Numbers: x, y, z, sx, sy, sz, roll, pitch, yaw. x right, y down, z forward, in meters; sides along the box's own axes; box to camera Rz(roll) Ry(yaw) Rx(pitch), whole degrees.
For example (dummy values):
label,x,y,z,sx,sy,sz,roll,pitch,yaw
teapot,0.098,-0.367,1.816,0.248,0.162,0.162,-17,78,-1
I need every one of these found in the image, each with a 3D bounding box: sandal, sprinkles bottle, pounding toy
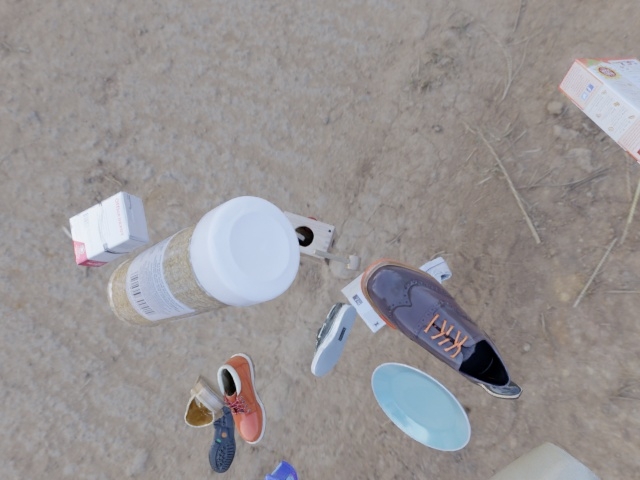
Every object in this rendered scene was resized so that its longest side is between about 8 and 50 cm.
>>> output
label,x,y,z,sx,sy,sz,roll,pitch,yaw
sandal,-0.224,0.308,0.868,0.088,0.240,0.079,42,72,4
sprinkles bottle,-0.180,0.045,0.638,0.121,0.355,0.121,14,68,-38
pounding toy,0.005,0.000,1.095,0.206,0.181,0.094,17,82,9

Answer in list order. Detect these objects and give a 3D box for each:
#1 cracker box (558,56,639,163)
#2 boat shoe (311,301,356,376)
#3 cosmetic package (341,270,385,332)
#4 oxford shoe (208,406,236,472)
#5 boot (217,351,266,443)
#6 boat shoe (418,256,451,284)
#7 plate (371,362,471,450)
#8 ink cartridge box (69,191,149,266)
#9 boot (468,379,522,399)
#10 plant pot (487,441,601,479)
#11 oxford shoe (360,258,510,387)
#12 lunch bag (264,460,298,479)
label,x,y,z,sx,sy,sz,roll,pitch,yaw
cracker box,0.564,-0.235,0.825,0.155,0.067,0.232,-8,52,-19
boat shoe,0.027,0.277,1.319,0.078,0.070,0.219,45,66,-39
cosmetic package,0.186,0.203,1.647,0.151,0.183,0.151,-38,98,-2
oxford shoe,-0.301,0.618,1.473,0.083,0.096,0.227,8,93,-2
boot,-0.140,0.280,0.803,0.059,0.084,0.158,-15,86,10
boat shoe,0.362,0.123,1.536,0.258,0.095,0.084,-21,66,-45
plate,0.172,0.280,0.798,0.188,0.188,0.024,48,52,6
ink cartridge box,-0.443,-0.021,0.979,0.150,0.063,0.109,-22,72,17
boot,0.547,0.427,1.510,0.077,0.198,0.137,-42,126,-32
plant pot,0.429,0.554,0.927,0.256,0.256,0.274,40,81,5
oxford shoe,0.173,0.119,0.662,0.271,0.098,0.097,36,92,-20
lunch bag,-0.113,0.609,0.922,0.138,0.221,0.293,11,96,19
